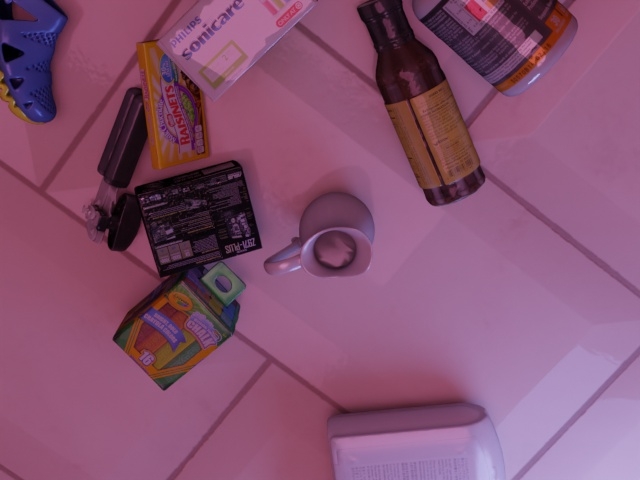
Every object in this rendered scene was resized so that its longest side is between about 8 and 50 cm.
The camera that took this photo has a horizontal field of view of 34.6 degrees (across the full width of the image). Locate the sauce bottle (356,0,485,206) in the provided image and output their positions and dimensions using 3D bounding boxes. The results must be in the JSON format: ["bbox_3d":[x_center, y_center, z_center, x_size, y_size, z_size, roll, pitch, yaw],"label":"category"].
[{"bbox_3d":[0.158,-0.228,1.645,0.111,0.111,0.344,-21,106,9],"label":"sauce bottle"}]

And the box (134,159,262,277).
[{"bbox_3d":[-0.203,-0.038,1.715,0.180,0.077,0.147,-17,106,-10],"label":"box"}]

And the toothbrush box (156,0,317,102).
[{"bbox_3d":[-0.111,-0.339,1.533,0.206,0.283,0.122,-41,101,13],"label":"toothbrush box"}]

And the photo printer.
[{"bbox_3d":[0.176,0.422,1.851,0.307,0.107,0.256,-7,107,4],"label":"photo printer"}]

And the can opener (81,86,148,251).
[{"bbox_3d":[-0.331,-0.119,1.733,0.093,0.074,0.280,6,113,-36],"label":"can opener"}]

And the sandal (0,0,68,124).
[{"bbox_3d":[-0.467,-0.342,1.636,0.138,0.126,0.317,-10,108,1],"label":"sandal"}]

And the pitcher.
[{"bbox_3d":[0.000,0.000,1.673,0.177,0.207,0.125,-11,107,6],"label":"pitcher"}]

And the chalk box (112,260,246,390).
[{"bbox_3d":[-0.226,0.127,1.763,0.213,0.132,0.132,-40,102,13],"label":"chalk box"}]

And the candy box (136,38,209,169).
[{"bbox_3d":[-0.239,-0.226,1.675,0.105,0.027,0.206,-19,112,-38],"label":"candy box"}]

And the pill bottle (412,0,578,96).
[{"bbox_3d":[0.243,-0.364,1.573,0.278,0.162,0.162,40,105,-10],"label":"pill bottle"}]
